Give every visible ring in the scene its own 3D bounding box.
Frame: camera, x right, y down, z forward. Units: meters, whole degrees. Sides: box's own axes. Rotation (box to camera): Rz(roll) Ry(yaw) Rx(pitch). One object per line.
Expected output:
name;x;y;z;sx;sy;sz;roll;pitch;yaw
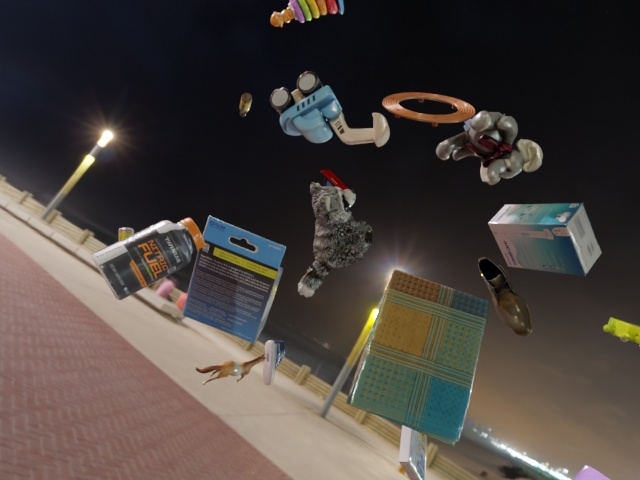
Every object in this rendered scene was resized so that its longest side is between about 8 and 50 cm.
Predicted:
ring;0.398;-0.488;1.541;0.337;0.336;0.032;24;-50;28

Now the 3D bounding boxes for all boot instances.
boot;0.475;0.143;1.092;0.106;0.082;0.219;33;32;-38
boot;-0.198;0.534;1.820;0.086;0.190;0.069;12;-9;-44

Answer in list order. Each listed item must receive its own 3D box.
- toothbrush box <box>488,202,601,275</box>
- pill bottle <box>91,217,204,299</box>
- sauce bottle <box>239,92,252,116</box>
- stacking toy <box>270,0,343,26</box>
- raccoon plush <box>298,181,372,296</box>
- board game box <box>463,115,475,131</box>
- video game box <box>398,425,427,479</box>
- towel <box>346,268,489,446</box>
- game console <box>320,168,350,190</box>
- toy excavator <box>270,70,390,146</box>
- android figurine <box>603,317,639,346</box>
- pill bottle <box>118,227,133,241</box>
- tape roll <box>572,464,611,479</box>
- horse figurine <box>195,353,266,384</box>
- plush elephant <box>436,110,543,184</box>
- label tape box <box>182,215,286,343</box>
toothbrush box;0.786;-0.010;1.473;0.216;0.126;0.295;57;-23;-19
pill bottle;-0.417;0.033;1.035;0.130;0.246;0.130;42;-30;31
sauce bottle;-0.290;-0.516;1.596;0.042;0.042;0.128;32;-21;-7
stacking toy;-0.065;-0.944;1.667;0.175;0.302;0.166;63;7;0
raccoon plush;0.000;0.000;1.584;0.299;0.446;0.216;36;-4;-37
board game box;0.675;-0.468;1.765;0.194;0.194;0.060;10;-37;-35
video game box;0.360;0.802;1.605;0.048;0.205;0.187;-15;-60;27
towel;0.252;0.276;1.036;0.272;0.370;0.040;20;-24;9
game console;0.055;-0.223;1.755;0.144;0.085;0.124;47;29;13
toy excavator;0.046;-0.548;1.908;0.445;0.433;0.222;66;12;16
android figurine;0.936;0.281;1.163;0.273;0.056;0.248;15;4;-11
pill bottle;-0.603;0.005;1.289;0.043;0.083;0.043;-5;-11;-1
tape roll;0.754;0.692;1.011;0.275;0.090;0.275;43;-6;6
horse figurine;-0.368;0.529;1.694;0.263;0.174;0.066;18;42;-46
plush elephant;0.651;-0.327;1.554;0.272;0.330;0.255;-36;-102;57
label tape box;-0.256;0.112;1.279;0.249;0.347;0.115;21;19;3
